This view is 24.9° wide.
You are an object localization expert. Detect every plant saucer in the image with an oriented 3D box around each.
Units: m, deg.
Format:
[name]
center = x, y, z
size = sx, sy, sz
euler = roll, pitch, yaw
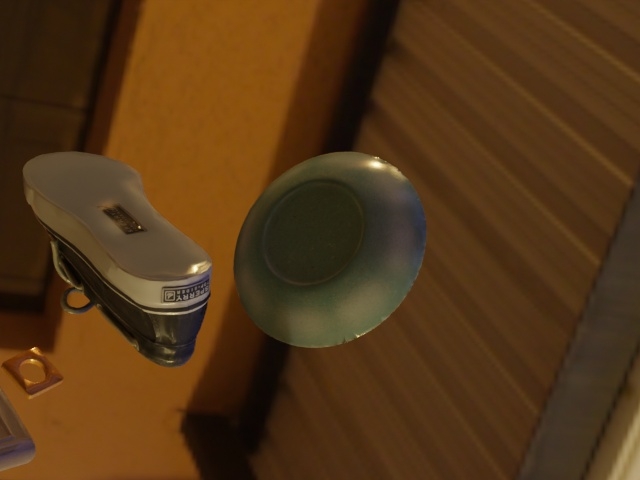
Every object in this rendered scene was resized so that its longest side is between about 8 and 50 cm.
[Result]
[plant saucer]
center = 0.000, 0.000, 1.318
size = 0.195, 0.037, 0.195
euler = -10, -116, 21

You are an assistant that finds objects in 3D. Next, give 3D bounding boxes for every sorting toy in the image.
[sorting toy]
center = -0.481, 0.226, 1.842
size = 0.196, 0.347, 0.047
euler = 55, -46, 25

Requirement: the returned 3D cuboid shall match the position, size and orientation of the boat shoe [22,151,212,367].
[boat shoe]
center = -0.186, 0.012, 1.310
size = 0.306, 0.113, 0.105
euler = 36, -52, 46
